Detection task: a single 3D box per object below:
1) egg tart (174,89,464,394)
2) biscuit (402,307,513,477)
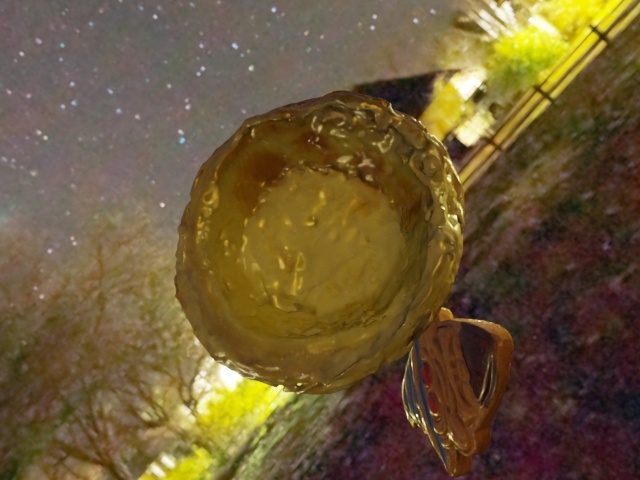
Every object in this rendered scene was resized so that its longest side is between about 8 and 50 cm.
[{"bbox_3d":[0.001,0.000,0.533,0.212,0.212,0.090,-50,-24,-1],"label":"egg tart"},{"bbox_3d":[0.137,0.155,0.819,0.043,0.183,0.280,-11,-21,-14],"label":"biscuit"}]
